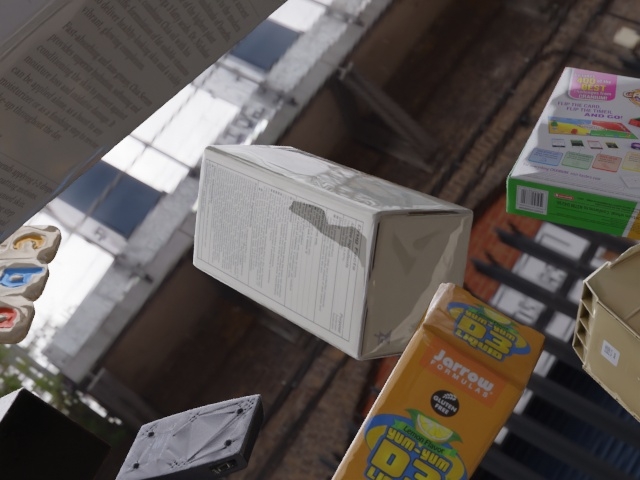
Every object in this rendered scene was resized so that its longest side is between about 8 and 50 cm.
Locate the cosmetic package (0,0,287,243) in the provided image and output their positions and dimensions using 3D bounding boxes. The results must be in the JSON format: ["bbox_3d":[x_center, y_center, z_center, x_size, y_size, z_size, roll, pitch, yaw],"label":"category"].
[{"bbox_3d":[-0.197,-0.194,0.811,0.453,0.161,0.230,-40,-14,0],"label":"cosmetic package"}]

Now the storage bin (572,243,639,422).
[{"bbox_3d":[0.502,0.166,1.522,0.123,0.260,0.262,-38,-27,-11],"label":"storage bin"}]

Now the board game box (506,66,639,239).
[{"bbox_3d":[0.432,-0.132,1.522,0.316,0.242,0.064,-55,-30,-43],"label":"board game box"}]

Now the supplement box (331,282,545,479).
[{"bbox_3d":[0.056,0.146,0.687,0.233,0.078,0.080,-65,-11,25],"label":"supplement box"}]

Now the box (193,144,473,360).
[{"bbox_3d":[0.000,0.000,1.075,0.121,0.311,0.147,-3,-72,-36],"label":"box"}]

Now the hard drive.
[{"bbox_3d":[-0.223,0.362,1.837,0.054,0.255,0.172,62,-157,-24],"label":"hard drive"}]

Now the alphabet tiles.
[{"bbox_3d":[-0.398,0.044,1.004,0.284,0.278,0.021,-88,-5,-53],"label":"alphabet tiles"}]

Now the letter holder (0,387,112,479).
[{"bbox_3d":[-0.454,0.376,1.416,0.152,0.214,0.301,39,-122,-19],"label":"letter holder"}]
